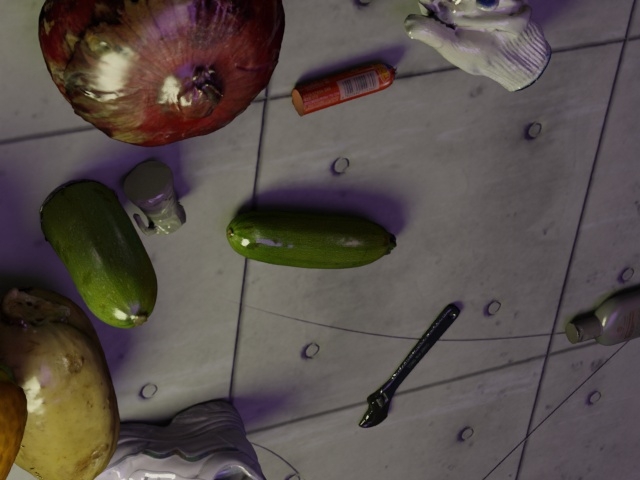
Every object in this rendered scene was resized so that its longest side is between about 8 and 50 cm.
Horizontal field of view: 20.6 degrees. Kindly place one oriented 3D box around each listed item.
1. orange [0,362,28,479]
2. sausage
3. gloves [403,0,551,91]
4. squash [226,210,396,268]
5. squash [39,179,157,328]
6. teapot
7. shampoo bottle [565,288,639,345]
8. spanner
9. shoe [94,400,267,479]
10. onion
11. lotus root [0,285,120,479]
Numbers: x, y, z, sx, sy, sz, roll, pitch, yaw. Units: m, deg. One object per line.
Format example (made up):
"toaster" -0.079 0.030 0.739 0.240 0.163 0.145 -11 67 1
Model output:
"orange" -0.452 0.213 1.756 0.262 0.334 0.196 4 85 -60
"sausage" 0.031 -0.173 1.974 0.129 0.034 0.034 -20 132 -21
"gloves" 0.172 -0.245 1.970 0.119 0.097 0.229 -52 140 5
"squash" 0.000 0.000 2.066 0.252 0.066 0.066 3 122 -36
"squash" -0.223 0.020 1.845 0.095 0.188 0.095 -16 130 -21
"teapot" -0.178 -0.039 1.922 0.067 0.057 0.083 -57 148 -22
"shampoo bottle" 0.417 0.110 2.456 0.165 0.040 0.080 -14 131 -25
"spanner" 0.117 0.167 2.318 0.046 0.012 0.208 26 106 -44
"shoe" -0.183 0.280 2.113 0.245 0.137 0.095 -14 126 -25
"onion" -0.151 -0.195 1.710 0.246 0.190 0.246 -18 149 -11
"lotus root" -0.295 0.172 1.933 0.146 0.160 0.284 0 129 7
